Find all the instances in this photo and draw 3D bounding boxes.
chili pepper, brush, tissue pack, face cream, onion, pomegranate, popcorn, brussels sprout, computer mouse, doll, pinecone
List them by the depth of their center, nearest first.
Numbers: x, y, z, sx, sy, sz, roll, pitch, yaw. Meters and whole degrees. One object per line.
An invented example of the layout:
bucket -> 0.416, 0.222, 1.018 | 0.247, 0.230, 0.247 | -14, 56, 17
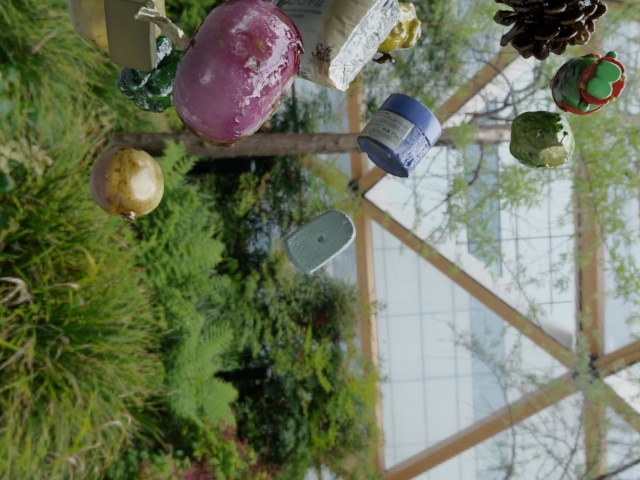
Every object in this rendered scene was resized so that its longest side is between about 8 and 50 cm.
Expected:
onion -> -0.208, -0.410, 1.403 | 0.345, 0.358, 0.358 | 56, -10, 9
brush -> -0.508, -0.562, 1.606 | 0.197, 0.123, 0.059 | 103, -1, -45
computer mouse -> 0.000, 0.000, 1.638 | 0.128, 0.230, 0.079 | 56, -25, 6
tissue pack -> 0.004, -0.605, 1.709 | 0.390, 0.375, 0.195 | -58, 146, -14
pomegranate -> -0.560, -0.159, 1.713 | 0.215, 0.215, 0.216 | 177, -90, -86
doll -> 0.802, -0.475, 1.820 | 0.363, 0.160, 0.183 | -104, -148, -76
pinecone -> 0.695, -0.788, 1.856 | 0.384, 0.383, 0.385 | 177, -90, -86
brussels sprout -> 0.714, -0.327, 1.917 | 0.161, 0.222, 0.223 | 97, -11, -54
pomegranate -> -0.674, -0.794, 1.968 | 0.332, 0.332, 0.333 | 177, -90, -86
popcorn -> 0.196, -0.768, 2.113 | 0.297, 0.315, 0.281 | -23, 124, -53
face cream -> 0.288, -0.385, 2.219 | 0.225, 0.249, 0.249 | -51, 180, -7
chili pepper -> -0.618, -0.620, 2.231 | 0.248, 0.233, 0.257 | 4, -116, 47

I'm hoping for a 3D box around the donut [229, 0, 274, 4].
donut -> -0.200, -0.757, 1.845 | 0.117, 0.166, 0.065 | 33, 40, -41
